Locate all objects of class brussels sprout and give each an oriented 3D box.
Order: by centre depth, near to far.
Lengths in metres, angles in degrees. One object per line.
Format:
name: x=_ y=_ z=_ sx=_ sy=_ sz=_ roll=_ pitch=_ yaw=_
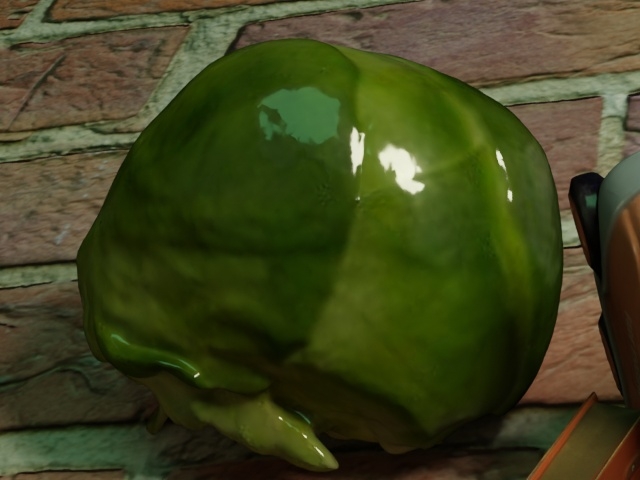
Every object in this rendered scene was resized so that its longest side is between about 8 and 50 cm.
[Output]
brussels sprout: x=0.000 y=0.000 z=1.515 sx=0.371 sy=0.315 sz=0.276 roll=-5 pitch=8 yaw=26

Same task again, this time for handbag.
handbag: x=0.163 y=0.199 z=1.257 sx=0.063 sy=0.127 sz=0.190 roll=8 pitch=36 yaw=33

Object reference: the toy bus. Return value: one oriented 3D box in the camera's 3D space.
toy bus: x=0.293 y=0.062 z=1.296 sx=0.194 sy=0.287 sz=0.232 roll=-18 pitch=43 yaw=1
